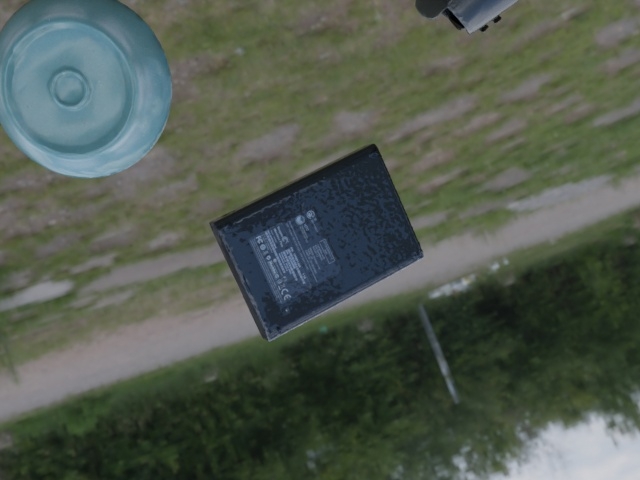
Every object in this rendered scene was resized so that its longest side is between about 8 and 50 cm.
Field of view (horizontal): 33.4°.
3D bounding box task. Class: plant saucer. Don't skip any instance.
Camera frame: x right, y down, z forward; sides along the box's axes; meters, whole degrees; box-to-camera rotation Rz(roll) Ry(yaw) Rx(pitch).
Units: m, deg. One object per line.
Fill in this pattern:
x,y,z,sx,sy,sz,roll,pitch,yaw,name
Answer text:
-0.153,-0.095,0.662,0.119,0.119,0.021,-24,-169,13,plant saucer

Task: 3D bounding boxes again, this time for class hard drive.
0.000,0.000,0.769,0.135,0.094,0.022,-27,-170,-17,hard drive

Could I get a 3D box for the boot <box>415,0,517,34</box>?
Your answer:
0.139,-0.187,0.718,0.137,0.077,0.198,-53,150,13,boot
